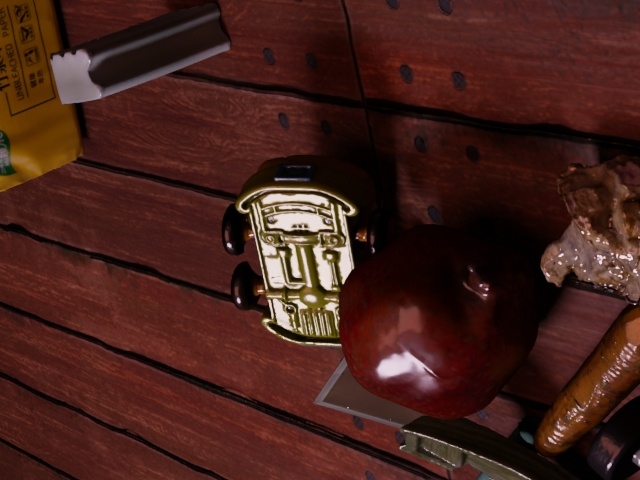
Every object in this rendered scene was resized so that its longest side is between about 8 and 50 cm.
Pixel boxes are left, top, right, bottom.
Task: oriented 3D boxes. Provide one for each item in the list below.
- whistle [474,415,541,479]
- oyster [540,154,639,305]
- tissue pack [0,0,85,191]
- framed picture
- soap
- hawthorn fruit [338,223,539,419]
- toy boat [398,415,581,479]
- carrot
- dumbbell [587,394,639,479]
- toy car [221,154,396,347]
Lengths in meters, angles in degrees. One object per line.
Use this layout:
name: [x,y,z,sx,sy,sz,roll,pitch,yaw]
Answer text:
whistle: [0.210,0.263,1.928,0.039,0.039,0.186,52,146,18]
oyster: [0.275,0.000,1.595,0.163,0.081,0.191,64,143,25]
tissue pack: [-0.522,-0.288,2.402,0.293,0.228,0.382,21,130,45]
framed picture: [0.085,0.169,1.984,0.142,0.011,0.183,17,144,-10]
soap: [-0.224,-0.229,2.048,0.119,0.198,0.066,-2,109,55]
hawthorn fruit: [0.131,0.076,1.748,0.208,0.208,0.248,59,156,7]
toy boat: [0.225,0.269,1.835,0.293,0.055,0.093,28,156,14]
carrot: [0.287,0.153,1.718,0.066,0.066,0.314,51,147,18]
dumbbell: [0.362,0.246,1.645,0.191,0.100,0.100,43,142,28]
toy car: [0.000,0.000,1.931,0.200,0.142,0.248,5,128,14]
